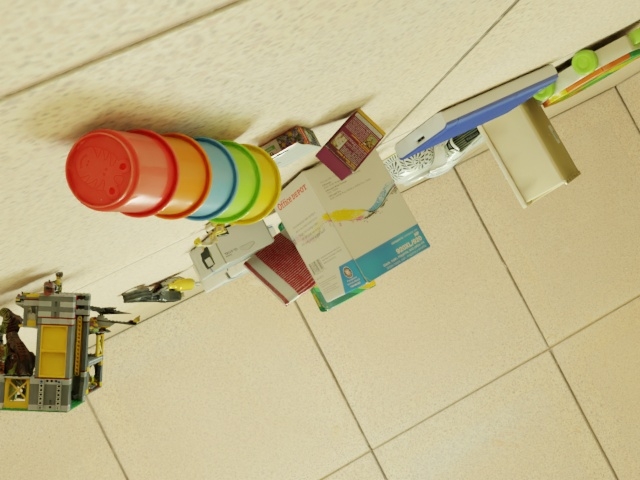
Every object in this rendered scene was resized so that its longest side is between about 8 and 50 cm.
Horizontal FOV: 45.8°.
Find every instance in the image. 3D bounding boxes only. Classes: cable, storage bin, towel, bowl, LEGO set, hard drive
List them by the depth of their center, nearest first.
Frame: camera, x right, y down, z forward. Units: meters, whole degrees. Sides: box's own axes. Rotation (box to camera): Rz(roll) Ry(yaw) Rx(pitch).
[{"bbox_3d":[-0.443,0.141,1.149,0.255,0.192,0.331,2,177,6],"label":"LEGO set"},{"bbox_3d":[0.336,-0.277,1.644,0.319,0.040,0.210,-26,177,-25],"label":"hard drive"},{"bbox_3d":[0.000,0.000,1.711,0.329,0.037,0.237,-40,-147,-10],"label":"towel"},{"bbox_3d":[0.226,-0.187,1.908,0.170,0.080,0.170,-28,178,-1],"label":"bowl"},{"bbox_3d":[0.535,-0.242,1.939,0.123,0.262,0.260,-31,176,28],"label":"storage bin"},{"bbox_3d":[-0.445,0.129,1.990,0.140,0.072,0.287,-10,172,23],"label":"cable"}]

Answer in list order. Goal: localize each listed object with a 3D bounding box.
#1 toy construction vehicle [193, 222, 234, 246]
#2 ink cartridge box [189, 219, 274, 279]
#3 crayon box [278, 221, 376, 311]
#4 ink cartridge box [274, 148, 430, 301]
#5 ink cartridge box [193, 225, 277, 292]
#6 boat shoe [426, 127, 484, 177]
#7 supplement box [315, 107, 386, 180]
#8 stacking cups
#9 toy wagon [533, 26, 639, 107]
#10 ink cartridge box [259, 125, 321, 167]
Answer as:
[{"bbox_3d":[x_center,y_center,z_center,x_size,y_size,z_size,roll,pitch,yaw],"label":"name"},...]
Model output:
[{"bbox_3d":[-0.187,-0.022,1.452,0.086,0.035,0.098,-29,177,41],"label":"toy construction vehicle"},{"bbox_3d":[-0.197,0.015,1.663,0.128,0.072,0.175,-26,178,-30],"label":"ink cartridge box"},{"bbox_3d":[0.018,0.042,2.137,0.165,0.278,0.081,-27,178,-15],"label":"crayon box"},{"bbox_3d":[0.053,-0.035,1.434,0.168,0.232,0.171,-28,178,-30],"label":"ink cartridge box"},{"bbox_3d":[-0.220,0.051,2.033,0.203,0.085,0.148,-30,176,40],"label":"ink cartridge box"},{"bbox_3d":[0.360,-0.258,2.067,0.226,0.083,0.076,-39,164,10],"label":"boat shoe"},{"bbox_3d":[0.042,-0.133,1.048,0.083,0.055,0.043,-50,-172,-25],"label":"supplement box"},{"bbox_3d":[-0.134,-0.062,0.721,0.096,0.096,0.316,-28,173,16],"label":"stacking cups"},{"bbox_3d":[0.658,-0.421,1.771,0.267,0.068,0.344,-25,177,-42],"label":"toy wagon"},{"bbox_3d":[-0.044,-0.121,0.977,0.063,0.029,0.115,-27,177,15],"label":"ink cartridge box"}]
